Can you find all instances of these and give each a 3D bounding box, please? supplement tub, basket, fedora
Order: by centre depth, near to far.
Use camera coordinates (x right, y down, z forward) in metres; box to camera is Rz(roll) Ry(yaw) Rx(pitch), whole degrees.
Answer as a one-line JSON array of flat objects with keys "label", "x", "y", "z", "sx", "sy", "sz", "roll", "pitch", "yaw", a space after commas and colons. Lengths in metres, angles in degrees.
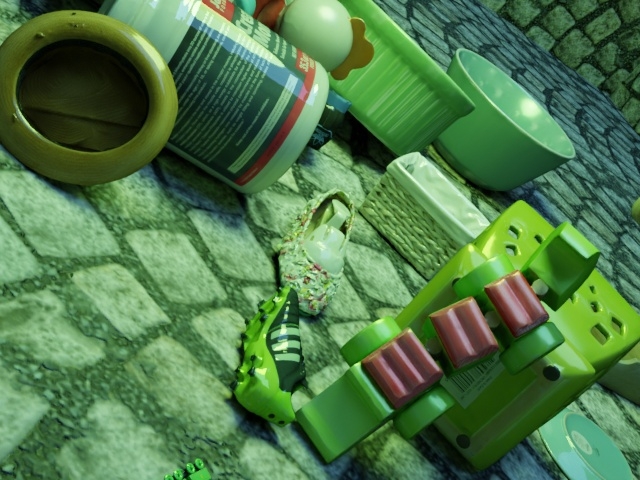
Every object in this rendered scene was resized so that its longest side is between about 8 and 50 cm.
[{"label": "fedora", "x": -0.249, "y": -0.145, "z": 1.049, "sx": 0.194, "sy": 0.194, "sz": 0.079, "roll": 39, "pitch": -10, "yaw": -5}, {"label": "supplement tub", "x": -0.144, "y": -0.197, "z": 1.201, "sx": 0.272, "sy": 0.191, "sz": 0.191, "roll": 32, "pitch": 26, "yaw": -21}, {"label": "basket", "x": 0.153, "y": -0.035, "z": 1.476, "sx": 0.167, "sy": 0.103, "sz": 0.113, "roll": 45, "pitch": 25, "yaw": 9}]

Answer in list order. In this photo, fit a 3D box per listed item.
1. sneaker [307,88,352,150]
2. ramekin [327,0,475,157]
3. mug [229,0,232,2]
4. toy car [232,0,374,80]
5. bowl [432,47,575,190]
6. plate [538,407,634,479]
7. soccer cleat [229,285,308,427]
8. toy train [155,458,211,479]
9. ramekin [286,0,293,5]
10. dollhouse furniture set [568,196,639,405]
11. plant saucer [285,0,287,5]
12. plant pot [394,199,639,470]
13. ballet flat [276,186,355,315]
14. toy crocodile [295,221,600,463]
[{"label": "sneaker", "x": -0.027, "y": -0.202, "z": 1.533, "sx": 0.081, "sy": 0.090, "sz": 0.232, "roll": 30, "pitch": 6, "yaw": -22}, {"label": "ramekin", "x": 0.103, "y": -0.277, "z": 1.678, "sx": 0.303, "sy": 0.148, "sz": 0.303, "roll": 43, "pitch": 10, "yaw": -9}, {"label": "mug", "x": -0.145, "y": -0.325, "z": 1.253, "sx": 0.064, "sy": 0.062, "sz": 0.078, "roll": 26, "pitch": 41, "yaw": -30}, {"label": "toy car", "x": -0.044, "y": -0.285, "z": 1.421, "sx": 0.237, "sy": 0.210, "sz": 0.219, "roll": 25, "pitch": 34, "yaw": 2}, {"label": "bowl", "x": 0.335, "y": -0.215, "z": 1.970, "sx": 0.311, "sy": 0.163, "sz": 0.312, "roll": 32, "pitch": 26, "yaw": -18}, {"label": "plate", "x": 0.370, "y": 0.290, "z": 1.352, "sx": 0.188, "sy": 0.024, "sz": 0.188, "roll": 33, "pitch": 26, "yaw": -19}, {"label": "soccer cleat", "x": -0.043, "y": 0.115, "z": 1.004, "sx": 0.072, "sy": 0.060, "sz": 0.179, "roll": 44, "pitch": 29, "yaw": -19}, {"label": "toy train", "x": -0.117, "y": 0.198, "z": 0.799, "sx": 0.024, "sy": 0.017, "sz": 0.083, "roll": 58, "pitch": 27, "yaw": 10}, {"label": "ramekin", "x": 0.020, "y": -0.438, "z": 1.896, "sx": 0.207, "sy": 0.109, "sz": 0.207, "roll": 49, "pitch": 13, "yaw": -15}, {"label": "dollhouse furniture set", "x": 0.567, "y": 0.056, "z": 1.580, "sx": 0.256, "sy": 0.394, "sz": 0.362, "roll": 28, "pitch": 28, "yaw": -27}, {"label": "plant saucer", "x": -0.193, "y": -0.500, "z": 1.745, "sx": 0.400, "sy": 0.100, "sz": 0.400, "roll": 34, "pitch": 25, "yaw": -18}, {"label": "plant pot", "x": 0.209, "y": 0.119, "z": 1.169, "sx": 0.227, "sy": 0.228, "sz": 0.207, "roll": 47, "pitch": 31, "yaw": 12}, {"label": "ballet flat", "x": 0.000, "y": 0.000, "z": 1.225, "sx": 0.091, "sy": 0.077, "sz": 0.241, "roll": 36, "pitch": 25, "yaw": -14}, {"label": "toy crocodile", "x": 0.130, "y": 0.101, "z": 0.987, "sx": 0.115, "sy": 0.340, "sz": 0.105, "roll": 58, "pitch": -7, "yaw": 15}]
